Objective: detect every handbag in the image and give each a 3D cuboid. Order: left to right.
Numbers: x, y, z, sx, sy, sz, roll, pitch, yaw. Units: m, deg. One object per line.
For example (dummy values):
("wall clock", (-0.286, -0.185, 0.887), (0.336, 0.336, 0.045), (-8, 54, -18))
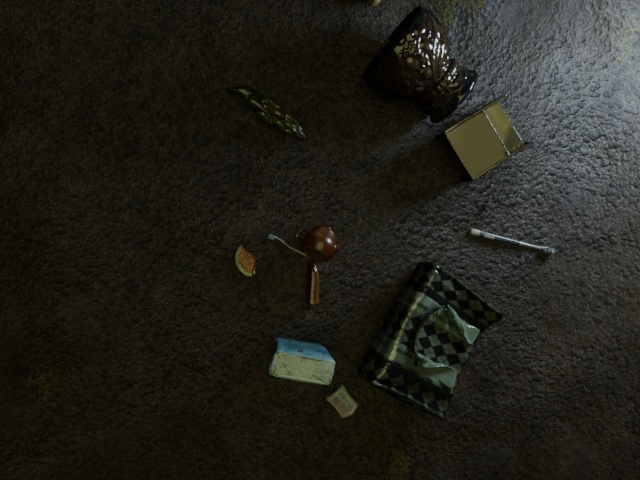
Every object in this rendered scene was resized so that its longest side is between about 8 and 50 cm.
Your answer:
("handbag", (0.352, 0.315, 1.719), (0.317, 0.180, 0.416), (30, 85, -12))

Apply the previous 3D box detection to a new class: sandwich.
("sandwich", (-0.236, 0.068, 1.742), (0.101, 0.026, 0.069), (41, 85, -7))

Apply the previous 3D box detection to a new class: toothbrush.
("toothbrush", (-0.092, 0.020, 1.753), (0.162, 0.014, 0.017), (25, 76, -4))
("toothbrush", (0.620, 0.004, 1.783), (0.288, 0.026, 0.024), (14, 93, -3))

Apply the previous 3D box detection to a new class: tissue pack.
("tissue pack", (-0.060, 0.351, 1.642), (0.177, 0.263, 0.089), (11, 88, -4))

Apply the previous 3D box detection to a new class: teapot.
("teapot", (0.000, 0.000, 1.718), (0.173, 0.116, 0.116), (17, 91, 23))

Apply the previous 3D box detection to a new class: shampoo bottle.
("shampoo bottle", (0.073, 0.517, 1.764), (0.072, 0.043, 0.099), (-39, 94, 0))

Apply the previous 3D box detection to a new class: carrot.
("carrot", (-0.023, 0.132, 1.745), (0.048, 0.048, 0.139), (2, 91, -3))

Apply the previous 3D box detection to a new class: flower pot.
("flower pot", (0.306, -0.505, 1.646), (0.267, 0.266, 0.266), (37, 90, -14))

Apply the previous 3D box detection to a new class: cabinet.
("cabinet", (0.499, -0.310, 1.706), (0.215, 0.148, 0.175), (-33, 94, 3))

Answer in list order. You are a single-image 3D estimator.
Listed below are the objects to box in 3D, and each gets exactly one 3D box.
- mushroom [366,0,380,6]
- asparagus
("mushroom", (0.034, -0.830, 1.693), (0.351, 0.095, 0.123), (26, 67, -4))
("asparagus", (-0.159, -0.402, 1.704), (0.287, 0.080, 0.080), (38, 90, -4))
